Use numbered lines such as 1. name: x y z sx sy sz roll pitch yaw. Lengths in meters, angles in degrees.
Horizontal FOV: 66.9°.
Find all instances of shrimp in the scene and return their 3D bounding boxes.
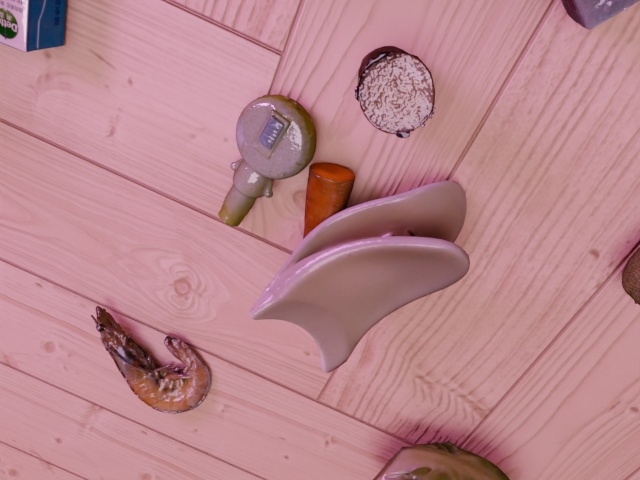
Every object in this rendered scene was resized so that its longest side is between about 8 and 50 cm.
1. shrimp: -0.286 0.200 0.828 0.143 0.052 0.251 -27 116 12

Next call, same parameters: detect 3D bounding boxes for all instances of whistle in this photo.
1. whistle: -0.082 -0.094 0.623 0.104 0.057 0.198 40 120 3

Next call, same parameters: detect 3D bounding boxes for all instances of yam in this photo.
1. yam: 0.078 -0.164 0.519 0.084 0.127 0.084 3 116 5

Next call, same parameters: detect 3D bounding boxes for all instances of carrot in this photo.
1. carrot: 0.000 0.000 0.658 0.061 0.061 0.209 13 121 5

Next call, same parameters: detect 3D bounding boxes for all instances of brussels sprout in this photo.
1. brussels sprout: 0.198 0.433 0.759 0.244 0.244 0.244 5 117 9

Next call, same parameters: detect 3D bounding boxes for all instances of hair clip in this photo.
1. hair clip: 0.067 0.035 0.615 0.282 0.113 0.172 -31 128 19

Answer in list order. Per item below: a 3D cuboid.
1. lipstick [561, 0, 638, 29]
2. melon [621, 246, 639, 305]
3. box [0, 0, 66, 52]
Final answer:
1. lipstick: 0.175 -0.360 0.393 0.080 0.076 0.371 -29 117 27
2. melon: 0.433 0.023 0.556 0.162 0.099 0.099 -40 103 21
3. box: -0.403 -0.325 0.564 0.194 0.073 0.139 22 119 0
